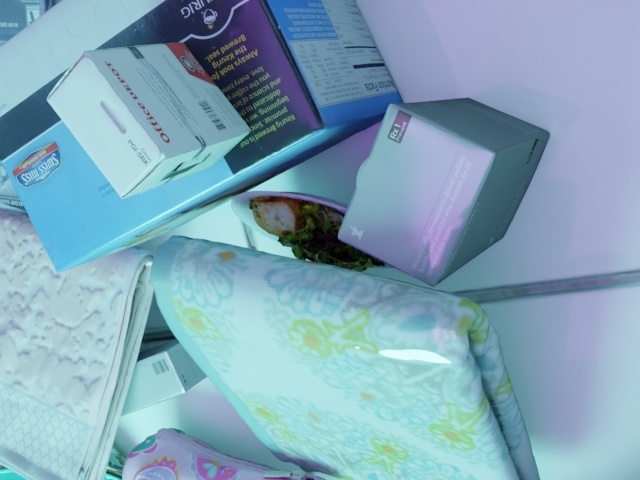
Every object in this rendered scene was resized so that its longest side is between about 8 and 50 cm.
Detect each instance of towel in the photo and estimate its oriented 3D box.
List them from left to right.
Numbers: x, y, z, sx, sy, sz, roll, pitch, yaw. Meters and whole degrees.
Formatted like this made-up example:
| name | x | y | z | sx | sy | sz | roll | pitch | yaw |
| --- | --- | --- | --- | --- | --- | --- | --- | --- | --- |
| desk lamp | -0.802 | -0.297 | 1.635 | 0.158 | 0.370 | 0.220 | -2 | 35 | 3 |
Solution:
| name | x | y | z | sx | sy | sz | roll | pitch | yaw |
| --- | --- | --- | --- | --- | --- | --- | --- | --- | --- |
| towel | -0.367 | 0.129 | 1.048 | 0.332 | 0.053 | 0.317 | 15 | 91 | 32 |
| towel | 0.038 | 0.145 | 0.810 | 0.320 | 0.090 | 0.374 | 8 | 144 | 31 |

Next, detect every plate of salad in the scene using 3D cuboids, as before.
| name | x | y | z | sx | sy | sz | roll | pitch | yaw |
| --- | --- | --- | --- | --- | --- | --- | --- | --- | --- |
| plate of salad | 0.000 | 0.000 | 0.853 | 0.200 | 0.200 | 0.048 | 9 | 72 | 23 |

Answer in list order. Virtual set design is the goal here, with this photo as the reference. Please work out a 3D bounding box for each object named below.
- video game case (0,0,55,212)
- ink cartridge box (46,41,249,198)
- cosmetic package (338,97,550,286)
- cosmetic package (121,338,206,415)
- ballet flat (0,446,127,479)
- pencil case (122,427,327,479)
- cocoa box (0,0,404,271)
| name | x | y | z | sx | sy | sz | roll | pitch | yaw |
| --- | --- | --- | --- | --- | --- | --- | --- | --- | --- |
| video game case | -0.407 | -0.174 | 1.035 | 0.196 | 0.026 | 0.274 | 8 | 105 | 23 |
| ink cartridge box | -0.132 | -0.099 | 0.653 | 0.056 | 0.135 | 0.099 | -38 | 88 | 28 |
| cosmetic package | 0.120 | -0.054 | 0.750 | 0.107 | 0.238 | 0.127 | 27 | 112 | 16 |
| cosmetic package | -0.245 | 0.185 | 1.058 | 0.239 | 0.099 | 0.060 | -23 | 94 | 28 |
| ballet flat | -0.337 | 0.303 | 1.127 | 0.221 | 0.079 | 0.077 | 11 | 130 | -14 |
| pencil case | -0.103 | 0.307 | 0.987 | 0.284 | 0.124 | 0.124 | 7 | 106 | 36 |
| cocoa box | -0.135 | -0.150 | 0.847 | 0.347 | 0.231 | 0.228 | -25 | 93 | 27 |
